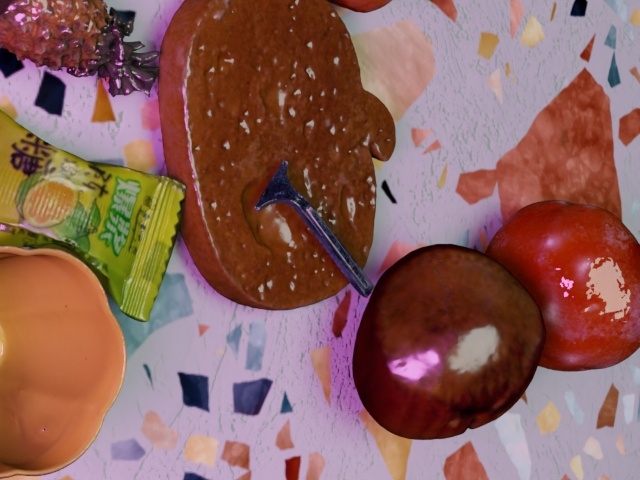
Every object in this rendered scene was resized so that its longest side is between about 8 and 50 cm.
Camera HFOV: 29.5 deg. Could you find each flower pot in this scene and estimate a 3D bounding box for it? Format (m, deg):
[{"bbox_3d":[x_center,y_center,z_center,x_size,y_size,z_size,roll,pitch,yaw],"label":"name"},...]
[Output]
[{"bbox_3d":[-0.294,0.100,1.041,0.195,0.179,0.195,2,87,-40],"label":"flower pot"}]

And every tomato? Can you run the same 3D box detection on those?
[{"bbox_3d":[0.312,0.065,1.542,0.188,0.232,0.232,-29,109,-18],"label":"tomato"}]

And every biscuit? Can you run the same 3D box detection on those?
[{"bbox_3d":[-0.040,-0.110,1.338,0.314,0.063,0.367,-17,102,-43],"label":"biscuit"}]

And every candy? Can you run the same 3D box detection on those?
[{"bbox_3d":[-0.246,-0.029,1.145,0.246,0.069,0.149,21,73,-21],"label":"candy"}]

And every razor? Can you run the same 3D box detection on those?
[{"bbox_3d":[0.004,0.000,1.320,0.190,0.033,0.066,50,60,-34],"label":"razor"}]

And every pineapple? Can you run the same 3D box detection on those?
[{"bbox_3d":[-0.229,-0.195,1.156,0.197,0.108,0.108,33,69,-45],"label":"pineapple"}]

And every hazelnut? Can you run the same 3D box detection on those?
[{"bbox_3d":[0.137,0.125,1.402,0.229,0.229,0.229,0,90,-41],"label":"hazelnut"}]

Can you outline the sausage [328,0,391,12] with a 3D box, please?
[{"bbox_3d":[0.001,-0.342,1.328,0.258,0.133,0.133,35,68,-38],"label":"sausage"}]
